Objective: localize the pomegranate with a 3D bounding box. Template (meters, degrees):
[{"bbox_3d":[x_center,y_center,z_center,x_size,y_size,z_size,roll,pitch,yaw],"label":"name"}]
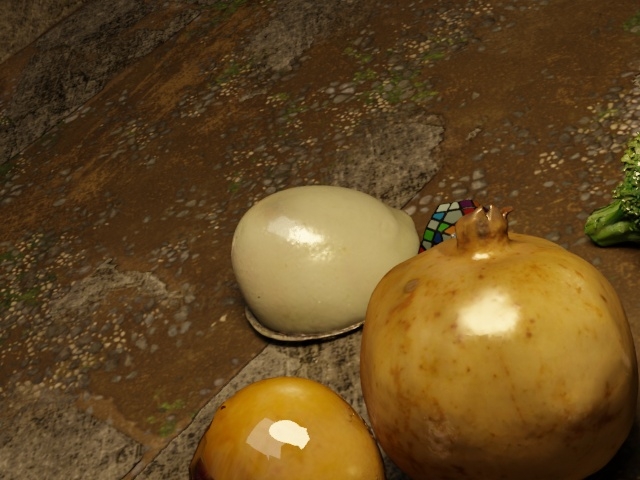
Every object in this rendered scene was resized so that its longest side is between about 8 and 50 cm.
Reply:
[{"bbox_3d":[0.195,0.118,1.337,0.342,0.342,0.342,-16,35,11],"label":"pomegranate"}]

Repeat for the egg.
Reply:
[{"bbox_3d":[0.000,0.003,1.747,0.286,0.174,0.264,-17,39,3],"label":"egg"}]

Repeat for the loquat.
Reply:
[{"bbox_3d":[-0.036,0.278,1.357,0.235,0.235,0.235,-16,35,11],"label":"loquat"}]

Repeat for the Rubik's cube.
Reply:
[{"bbox_3d":[0.203,0.006,1.675,0.112,0.133,0.133,23,50,12],"label":"Rubik's cube"}]

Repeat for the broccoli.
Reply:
[{"bbox_3d":[0.440,-0.051,1.594,0.194,0.194,0.219,-8,61,22],"label":"broccoli"}]
